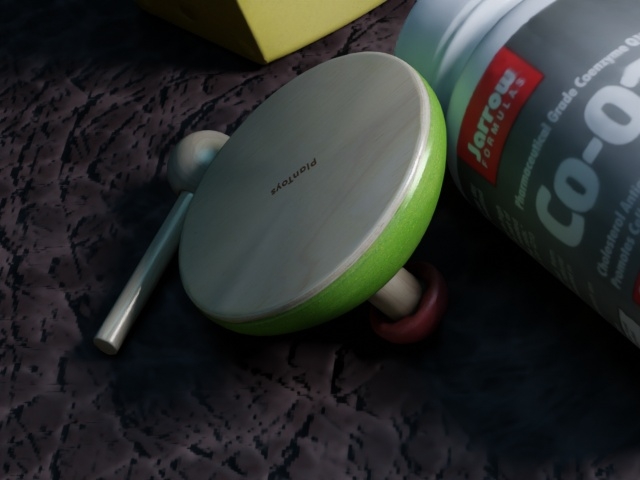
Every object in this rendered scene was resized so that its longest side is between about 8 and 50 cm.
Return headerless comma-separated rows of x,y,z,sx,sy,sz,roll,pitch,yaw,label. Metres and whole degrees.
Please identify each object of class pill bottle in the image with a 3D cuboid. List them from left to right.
0.172,-0.049,0.867,0.161,0.161,0.283,-30,47,-18,pill bottle

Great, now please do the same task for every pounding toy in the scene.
0.000,0.000,0.916,0.237,0.110,0.183,-15,47,41,pounding toy

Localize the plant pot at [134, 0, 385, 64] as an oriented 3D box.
-0.052,-0.255,1.102,0.212,0.212,0.187,28,68,33,plant pot
